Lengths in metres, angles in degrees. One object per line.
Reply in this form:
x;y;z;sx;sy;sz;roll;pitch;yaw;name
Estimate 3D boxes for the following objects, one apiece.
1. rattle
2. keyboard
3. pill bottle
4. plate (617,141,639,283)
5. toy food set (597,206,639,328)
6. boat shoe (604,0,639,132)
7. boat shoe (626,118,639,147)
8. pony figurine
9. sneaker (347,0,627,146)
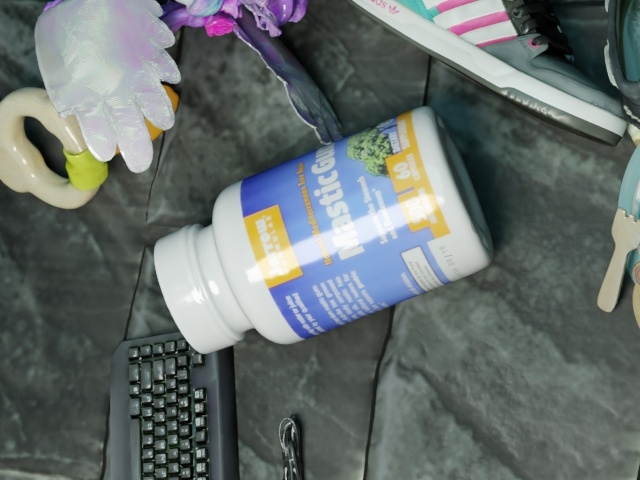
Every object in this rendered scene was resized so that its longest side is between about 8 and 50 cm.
-0.258;-0.109;1.751;0.199;0.130;0.143;-11;41;50;rattle
-0.097;0.232;1.610;0.201;0.033;0.317;-9;73;17;keyboard
0.000;0.000;1.574;0.272;0.152;0.152;-22;69;11;pill bottle
0.313;-0.021;1.491;0.188;0.024;0.188;-1;89;47;plate
0.304;0.067;1.469;0.192;0.132;0.038;31;48;24;toy food set
0.299;-0.220;1.525;0.114;0.091;0.302;-16;50;27;boat shoe
0.319;-0.132;1.556;0.135;0.050;0.045;-33;72;8;boat shoe
-0.116;-0.248;1.608;0.351;0.303;0.363;54;127;36;pony figurine
0.179;-0.219;1.597;0.295;0.124;0.178;34;98;25;sneaker
